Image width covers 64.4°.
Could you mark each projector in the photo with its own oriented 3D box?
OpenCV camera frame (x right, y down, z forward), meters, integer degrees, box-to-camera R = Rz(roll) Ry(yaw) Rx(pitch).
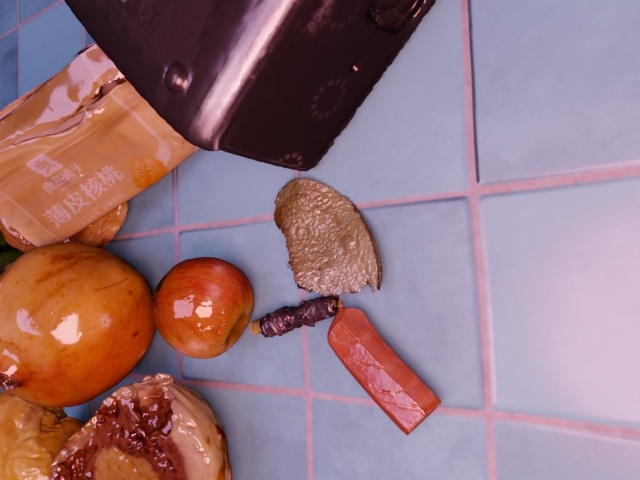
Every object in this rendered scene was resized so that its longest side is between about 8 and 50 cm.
[{"bbox_3d":[-0.092,-0.356,0.619,0.405,0.242,0.395,47,113,24],"label":"projector"}]

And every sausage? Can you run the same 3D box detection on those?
[{"bbox_3d":[0.065,0.147,0.609,0.169,0.065,0.065,46,112,25],"label":"sausage"}]

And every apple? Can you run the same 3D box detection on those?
[{"bbox_3d":[-0.167,0.090,0.713,0.146,0.146,0.147,-1,88,33],"label":"apple"}]

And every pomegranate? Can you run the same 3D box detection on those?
[{"bbox_3d":[-0.397,0.128,0.787,0.264,0.264,0.265,-1,88,33],"label":"pomegranate"}]

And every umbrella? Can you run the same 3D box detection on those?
[{"bbox_3d":[-0.037,0.105,0.691,0.143,0.040,0.037,-21,111,30],"label":"umbrella"}]

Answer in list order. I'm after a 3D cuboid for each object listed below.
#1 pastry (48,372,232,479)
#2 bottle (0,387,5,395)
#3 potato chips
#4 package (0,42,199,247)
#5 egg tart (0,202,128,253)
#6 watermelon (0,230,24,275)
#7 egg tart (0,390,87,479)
[{"bbox_3d":[-0.227,0.324,0.742,0.237,0.170,0.256,44,104,4],"label":"pastry"},{"bbox_3d":[-0.738,0.382,1.100,0.104,0.104,0.245,-3,88,33],"label":"bottle"},{"bbox_3d":[0.000,0.000,0.668,0.209,0.026,0.142,24,88,33],"label":"potato chips"},{"bbox_3d":[-0.378,-0.152,0.764,0.311,0.165,0.221,-30,89,7],"label":"package"},{"bbox_3d":[-0.448,-0.102,0.917,0.296,0.132,0.297,1,94,14],"label":"egg tart"},{"bbox_3d":[-0.689,0.068,1.035,0.330,0.189,0.331,-6,80,33],"label":"watermelon"},{"bbox_3d":[-0.435,0.422,0.830,0.152,0.340,0.352,-9,53,-6],"label":"egg tart"}]
